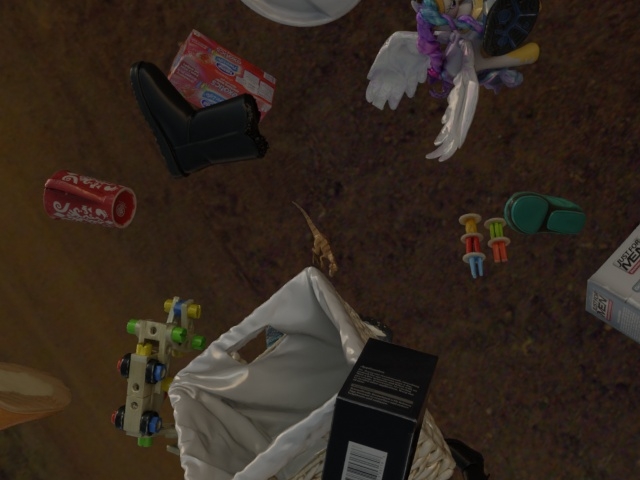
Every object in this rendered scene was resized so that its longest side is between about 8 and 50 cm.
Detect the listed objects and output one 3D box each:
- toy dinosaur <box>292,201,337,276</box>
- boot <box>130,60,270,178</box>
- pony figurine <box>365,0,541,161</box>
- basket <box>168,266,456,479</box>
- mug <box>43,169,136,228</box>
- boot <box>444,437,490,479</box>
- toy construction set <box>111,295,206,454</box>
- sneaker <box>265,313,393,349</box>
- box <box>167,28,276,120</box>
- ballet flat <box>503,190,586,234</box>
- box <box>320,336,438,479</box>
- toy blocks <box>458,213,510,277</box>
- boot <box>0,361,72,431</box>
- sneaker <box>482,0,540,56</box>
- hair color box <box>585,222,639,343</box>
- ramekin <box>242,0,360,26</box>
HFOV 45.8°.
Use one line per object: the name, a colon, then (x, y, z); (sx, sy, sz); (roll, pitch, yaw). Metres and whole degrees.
toy dinosaur: (0.000, 0.000, 1.918); (0.212, 0.064, 0.112); (59, 162, 22)
boot: (-0.225, -0.250, 1.450); (0.207, 0.094, 0.247); (-15, 110, 15)
pony figurine: (0.279, -0.377, 1.532); (0.303, 0.363, 0.351); (43, 132, 36)
basket: (-0.023, 0.281, 1.193); (0.266, 0.328, 0.331); (47, -174, -31)
mug: (-0.503, -0.081, 1.632); (0.169, 0.150, 0.113); (12, 105, 19)
boot: (0.266, 0.422, 1.379); (0.121, 0.099, 0.045); (29, 118, -24)
toy construction set: (-0.308, 0.282, 1.510); (0.151, 0.215, 0.328); (-8, 89, 16)
sneaker: (0.014, 0.205, 1.583); (0.282, 0.110, 0.122); (6, 87, 22)
box: (-0.253, -0.404, 1.945); (0.256, 0.128, 0.122); (27, 131, -22)
ballet flat: (0.417, -0.056, 1.485); (0.087, 0.247, 0.083); (34, 111, 48)
box: (0.068, 0.222, 0.881); (0.093, 0.158, 0.156); (15, 111, 13)
toy blocks: (0.382, 0.019, 1.745); (0.054, 0.123, 0.148); (129, 145, -57)
boot: (-0.565, 0.302, 1.198); (0.104, 0.295, 0.211); (53, 124, 43)
sneaker: (0.286, -0.385, 1.149); (0.081, 0.080, 0.211); (-111, 24, -54)
hair color box: (0.685, 0.134, 1.340); (0.374, 0.185, 0.114); (36, 161, 34)
ramekin: (-0.030, -0.490, 1.205); (0.272, 0.127, 0.273); (10, 136, 10)
